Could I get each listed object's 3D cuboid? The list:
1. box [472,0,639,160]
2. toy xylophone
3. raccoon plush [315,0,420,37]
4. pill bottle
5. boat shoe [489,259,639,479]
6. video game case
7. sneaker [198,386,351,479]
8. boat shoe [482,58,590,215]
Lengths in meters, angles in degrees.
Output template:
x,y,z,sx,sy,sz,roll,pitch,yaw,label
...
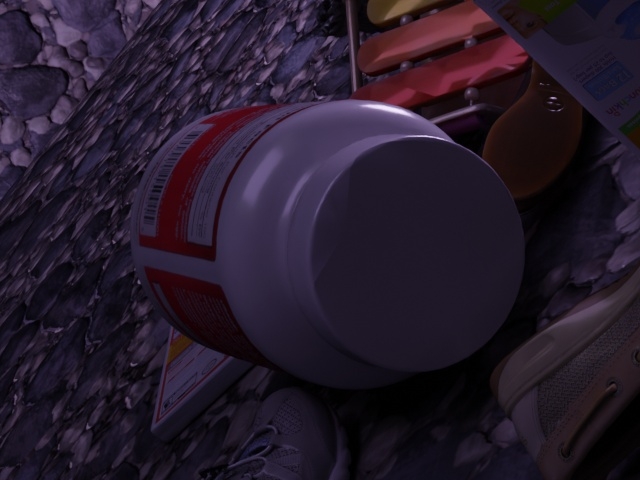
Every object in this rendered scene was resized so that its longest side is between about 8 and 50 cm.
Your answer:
x,y,z,sx,sy,sz,roll,pitch,yaw,label
0.224,-0.166,1.369,0.114,0.203,0.103,-36,23,31,box
0.099,-0.216,1.764,0.236,0.081,0.323,-25,57,31,toy xylophone
0.066,-0.424,1.930,0.299,0.446,0.216,-23,9,16,raccoon plush
0.000,0.000,1.530,0.229,0.229,0.407,-53,18,-10,pill bottle
0.236,0.045,1.118,0.302,0.109,0.098,-40,60,26,boat shoe
-0.089,0.066,1.940,0.204,0.025,0.285,-43,20,22,video game case
-0.058,0.205,1.443,0.105,0.115,0.281,-37,22,35,sneaker
0.186,-0.090,1.545,0.073,0.073,0.207,92,-158,-50,boat shoe
